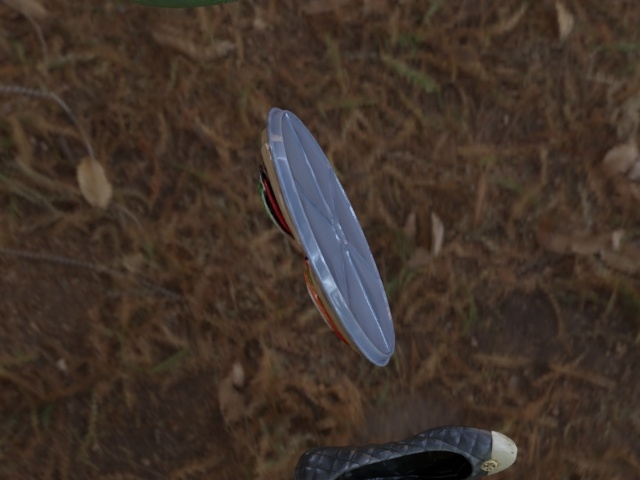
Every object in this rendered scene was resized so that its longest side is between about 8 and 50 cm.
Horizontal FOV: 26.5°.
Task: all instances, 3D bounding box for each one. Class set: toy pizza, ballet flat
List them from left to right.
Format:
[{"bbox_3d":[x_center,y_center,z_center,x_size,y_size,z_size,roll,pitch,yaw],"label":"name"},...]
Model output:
[{"bbox_3d":[0.000,0.000,0.977,0.032,0.201,0.201,-23,67,11],"label":"toy pizza"},{"bbox_3d":[0.066,0.176,1.027,0.173,0.057,0.049,-7,37,-8],"label":"ballet flat"}]

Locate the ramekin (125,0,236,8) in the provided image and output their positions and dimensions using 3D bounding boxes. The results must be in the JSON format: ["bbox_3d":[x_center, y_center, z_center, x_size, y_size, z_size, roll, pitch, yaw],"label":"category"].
[{"bbox_3d":[-0.052,-0.254,0.627,0.303,0.148,0.303,-15,55,23],"label":"ramekin"}]
